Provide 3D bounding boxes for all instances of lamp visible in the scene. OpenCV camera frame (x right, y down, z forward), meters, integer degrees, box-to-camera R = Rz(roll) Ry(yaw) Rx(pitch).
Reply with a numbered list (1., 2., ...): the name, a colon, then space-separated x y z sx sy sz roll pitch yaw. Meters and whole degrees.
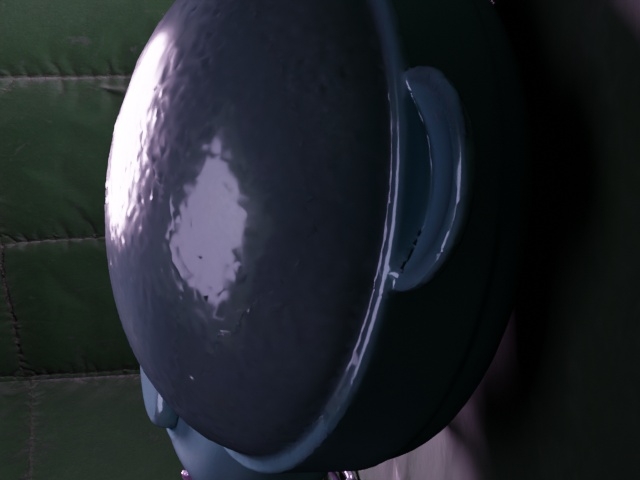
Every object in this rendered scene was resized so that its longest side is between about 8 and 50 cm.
1. lamp: -0.012 0.000 0.485 0.284 0.147 0.209 96 166 -54

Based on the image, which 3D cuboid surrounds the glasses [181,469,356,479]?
1. glasses: -0.024 0.144 0.881 0.104 0.140 0.062 -55 -45 -51
